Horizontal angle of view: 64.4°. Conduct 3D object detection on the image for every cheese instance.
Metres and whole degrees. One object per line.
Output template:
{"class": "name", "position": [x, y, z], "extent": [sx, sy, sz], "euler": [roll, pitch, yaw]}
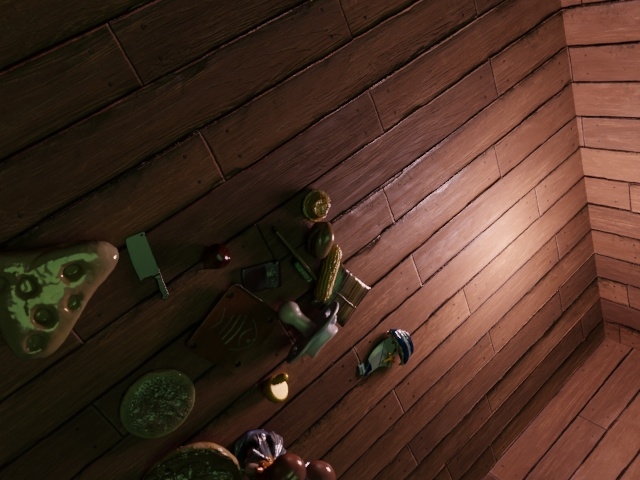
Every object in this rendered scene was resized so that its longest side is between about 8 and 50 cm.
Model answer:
{"class": "cheese", "position": [-0.750, 0.171, 1.456], "extent": [0.350, 0.129, 0.329], "euler": [-10, 107, -30]}

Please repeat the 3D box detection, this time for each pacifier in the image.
{"class": "pacifier", "position": [-0.066, 0.317, 1.943], "extent": [0.233, 0.244, 0.299], "euler": [42, 93, -11]}

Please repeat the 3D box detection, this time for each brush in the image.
{"class": "brush", "position": [-0.102, 0.058, 1.917], "extent": [0.048, 0.054, 0.282], "euler": [-36, 122, 1]}

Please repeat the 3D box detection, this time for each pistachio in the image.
{"class": "pistachio", "position": [0.000, 0.000, 1.943], "extent": [0.112, 0.113, 0.149], "euler": [-2, 122, -34]}

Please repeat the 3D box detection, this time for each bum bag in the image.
{"class": "bum bag", "position": [-0.215, 0.137, 1.878], "extent": [0.159, 0.026, 0.109], "euler": [-15, 113, -30]}

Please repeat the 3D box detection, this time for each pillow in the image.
{"class": "pillow", "position": [0.087, 0.227, 2.094], "extent": [0.212, 0.052, 0.208], "euler": [40, 81, -32]}

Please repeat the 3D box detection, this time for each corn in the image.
{"class": "corn", "position": [0.027, 0.126, 1.999], "extent": [0.080, 0.080, 0.239], "euler": [20, 84, -37]}

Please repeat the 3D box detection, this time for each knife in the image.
{"class": "knife", "position": [-0.558, 0.093, 1.638], "extent": [0.072, 0.019, 0.246], "euler": [-25, 114, -22]}

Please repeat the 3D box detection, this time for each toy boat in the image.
{"class": "toy boat", "position": [0.291, 0.529, 2.339], "extent": [0.290, 0.067, 0.221], "euler": [-26, 117, -13]}

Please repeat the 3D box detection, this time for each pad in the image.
{"class": "pad", "position": [-0.310, 0.330, 1.866], "extent": [0.287, 0.018, 0.284], "euler": [-53, 130, -7]}

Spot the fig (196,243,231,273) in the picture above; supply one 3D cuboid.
{"class": "fig", "position": [-0.369, 0.071, 1.730], "extent": [0.125, 0.089, 0.089], "euler": [-38, 126, 12]}

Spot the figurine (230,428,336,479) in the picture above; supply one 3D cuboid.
{"class": "figurine", "position": [-0.154, 0.863, 1.911], "extent": [0.276, 0.388, 0.248], "euler": [28, 86, -35]}

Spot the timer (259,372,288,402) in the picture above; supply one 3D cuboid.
{"class": "timer", "position": [-0.168, 0.579, 1.990], "extent": [0.107, 0.109, 0.107], "euler": [31, 43, -34]}

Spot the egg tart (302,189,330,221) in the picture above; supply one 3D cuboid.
{"class": "egg tart", "position": [-0.011, -0.129, 1.925], "extent": [0.128, 0.049, 0.129], "euler": [-9, 107, -32]}

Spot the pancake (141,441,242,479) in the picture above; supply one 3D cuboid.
{"class": "pancake", "position": [-0.475, 0.905, 1.870], "extent": [0.386, 0.082, 0.388], "euler": [-6, 108, -17]}

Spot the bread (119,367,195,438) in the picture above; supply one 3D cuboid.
{"class": "bread", "position": [-0.558, 0.569, 1.762], "extent": [0.266, 0.040, 0.267], "euler": [-10, 109, -32]}
